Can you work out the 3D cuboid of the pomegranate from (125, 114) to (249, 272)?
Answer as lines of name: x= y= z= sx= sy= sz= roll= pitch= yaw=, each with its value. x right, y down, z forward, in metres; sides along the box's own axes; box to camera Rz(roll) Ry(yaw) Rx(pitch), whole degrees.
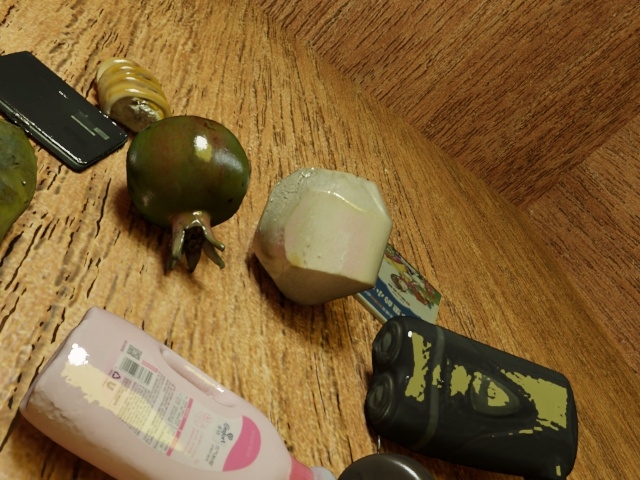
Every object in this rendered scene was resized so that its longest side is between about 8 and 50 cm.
pomegranate: x=-0.186 y=-0.066 z=0.811 sx=0.181 sy=0.181 sz=0.224 roll=15 pitch=53 yaw=-46

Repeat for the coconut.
coconut: x=0.003 y=0.001 z=0.934 sx=0.241 sy=0.241 sz=0.241 roll=35 pitch=27 yaw=-20

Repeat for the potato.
potato: x=-0.368 y=-0.052 z=0.594 sx=0.117 sy=0.090 sz=0.226 roll=33 pitch=33 yaw=-37

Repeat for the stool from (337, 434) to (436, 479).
stool: x=0.082 y=0.338 z=0.639 sx=0.121 sy=0.125 sz=0.217 roll=47 pitch=35 yaw=-58

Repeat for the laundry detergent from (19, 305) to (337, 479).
laundry detergent: x=-0.122 y=0.203 z=0.579 sx=0.335 sy=0.088 sz=0.159 roll=38 pitch=24 yaw=-17

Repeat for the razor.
razor: x=0.241 y=0.257 z=0.903 sx=0.348 sy=0.113 sz=0.205 roll=22 pitch=58 yaw=-11

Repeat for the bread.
bread: x=-0.325 y=-0.251 z=0.978 sx=0.119 sy=0.084 sz=0.177 roll=19 pitch=31 yaw=-44

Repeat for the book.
book: x=0.171 y=0.110 z=1.244 sx=0.228 sy=0.018 sz=0.322 roll=44 pitch=25 yaw=-1

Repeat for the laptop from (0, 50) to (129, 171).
laptop: x=-0.401 y=-0.197 z=0.841 sx=0.207 sy=0.026 sz=0.154 roll=40 pitch=25 yaw=-10
